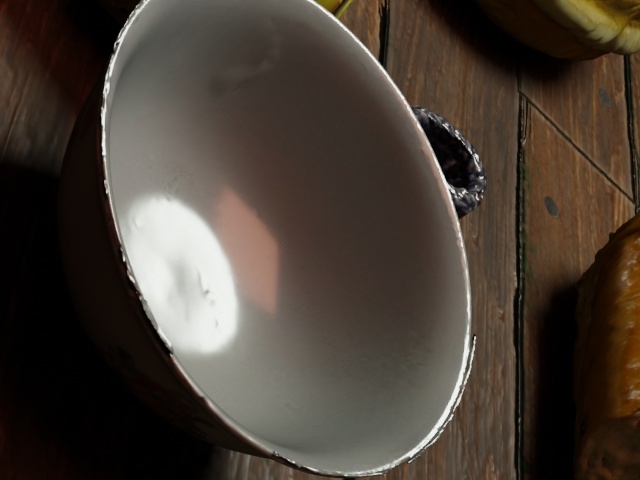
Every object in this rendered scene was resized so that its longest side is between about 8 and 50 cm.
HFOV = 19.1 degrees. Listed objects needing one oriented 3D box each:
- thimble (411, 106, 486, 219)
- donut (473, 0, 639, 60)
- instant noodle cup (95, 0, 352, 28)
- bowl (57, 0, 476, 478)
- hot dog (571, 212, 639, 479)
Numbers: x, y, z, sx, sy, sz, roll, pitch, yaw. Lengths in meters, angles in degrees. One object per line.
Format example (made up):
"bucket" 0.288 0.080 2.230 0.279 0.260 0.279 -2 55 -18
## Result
"thimble" 0.088 -0.062 1.622 0.104 0.066 0.095 57 34 -4
"donut" 0.226 -0.390 1.964 0.449 0.198 0.449 35 40 -36
"instant noodle cup" -0.068 -0.196 1.397 0.153 0.205 0.205 40 36 -13
"bowl" -0.065 0.006 1.244 0.345 0.157 0.346 26 53 -41
"hot dog" 0.373 0.151 1.742 0.367 0.196 0.365 45 30 -28
